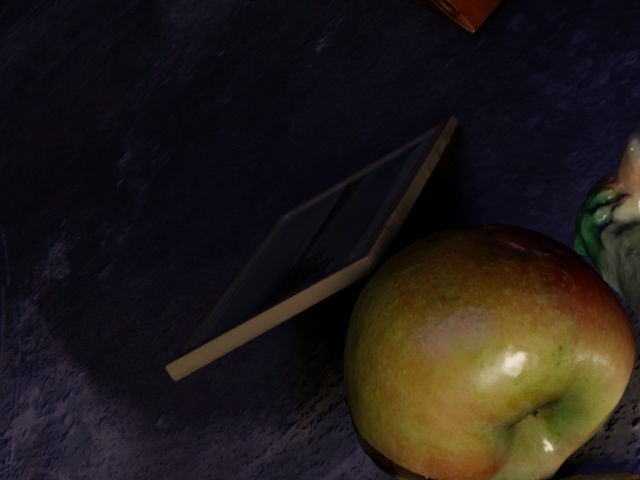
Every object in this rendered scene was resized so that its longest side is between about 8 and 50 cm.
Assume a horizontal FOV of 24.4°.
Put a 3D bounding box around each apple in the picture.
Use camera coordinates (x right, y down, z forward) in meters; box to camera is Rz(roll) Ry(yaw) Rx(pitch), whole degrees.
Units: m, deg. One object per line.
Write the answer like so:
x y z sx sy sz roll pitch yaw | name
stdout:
0.110 0.076 1.048 0.207 0.174 0.188 -30 40 3 | apple

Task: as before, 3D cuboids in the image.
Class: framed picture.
0.000 0.000 1.247 0.213 0.016 0.289 -30 13 29 | framed picture

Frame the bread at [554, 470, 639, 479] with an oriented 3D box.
0.142 0.278 0.929 0.301 0.045 0.301 -31 39 29 | bread

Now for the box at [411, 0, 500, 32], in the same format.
0.155 -0.428 1.472 0.385 0.122 0.344 -50 34 2 | box

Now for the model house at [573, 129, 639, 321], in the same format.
0.306 -0.077 0.807 0.267 0.194 0.325 -120 39 -54 | model house
